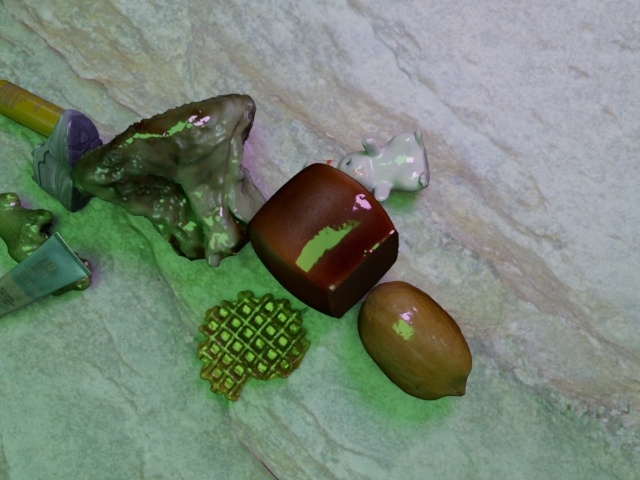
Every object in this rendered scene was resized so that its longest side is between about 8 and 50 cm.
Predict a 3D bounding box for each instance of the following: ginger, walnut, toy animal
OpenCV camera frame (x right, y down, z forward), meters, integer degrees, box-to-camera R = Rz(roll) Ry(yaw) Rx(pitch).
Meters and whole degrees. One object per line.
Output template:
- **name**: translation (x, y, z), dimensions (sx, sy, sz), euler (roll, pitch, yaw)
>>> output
- **ginger**: translation (-0.635, 0.010, 1.246), dimensions (0.137, 0.089, 0.290), euler (-38, 86, -2)
- **walnut**: translation (0.200, 0.222, 1.165), dimensions (0.203, 0.203, 0.298), euler (-38, 91, -1)
- **toy animal**: translation (0.106, -0.149, 1.214), dimensions (0.283, 0.138, 0.140), euler (-10, 91, 2)

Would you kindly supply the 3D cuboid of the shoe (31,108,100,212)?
- **shoe**: translation (-0.574, -0.189, 1.216), dimensions (0.138, 0.095, 0.245), euler (26, 126, 7)

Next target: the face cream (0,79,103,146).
- **face cream**: translation (-0.623, -0.276, 1.267), dimensions (0.273, 0.078, 0.078), euler (27, 88, 2)

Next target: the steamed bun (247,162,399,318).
- **steamed bun**: translation (0.000, 0.000, 1.093), dimensions (0.235, 0.379, 0.248), euler (-45, 76, -6)

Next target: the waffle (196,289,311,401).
- **waffle**: translation (-0.150, 0.239, 1.239), dimensions (0.253, 0.056, 0.249), euler (7, 87, 0)

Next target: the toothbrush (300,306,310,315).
- **toothbrush**: translation (0.018, 0.123, 1.262), dimensions (0.167, 0.014, 0.011), euler (-35, 82, -1)

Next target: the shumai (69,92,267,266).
- **shumai**: translation (-0.273, -0.106, 1.154), dimensions (0.398, 0.324, 0.323), euler (-26, 105, -5)

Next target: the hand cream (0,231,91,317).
- **hand cream**: translation (-0.633, 0.095, 1.192), dimensions (0.312, 0.070, 0.111), euler (-28, 105, 25)
